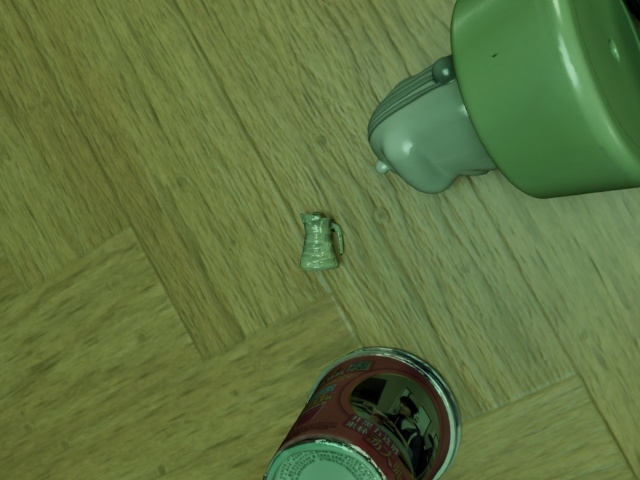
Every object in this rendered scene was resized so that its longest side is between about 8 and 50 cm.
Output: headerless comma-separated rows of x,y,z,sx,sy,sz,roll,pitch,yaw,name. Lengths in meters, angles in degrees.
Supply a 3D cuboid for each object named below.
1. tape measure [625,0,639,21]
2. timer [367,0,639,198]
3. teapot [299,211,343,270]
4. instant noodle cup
0.406,-0.268,0.713,0.107,0.181,0.182,-44,66,4,tape measure
0.196,-0.159,0.809,0.315,0.291,0.290,-20,91,39,timer
0.000,0.000,0.983,0.067,0.057,0.083,-5,93,-19,teapot
0.048,0.284,0.898,0.244,0.255,0.243,3,98,20,instant noodle cup
